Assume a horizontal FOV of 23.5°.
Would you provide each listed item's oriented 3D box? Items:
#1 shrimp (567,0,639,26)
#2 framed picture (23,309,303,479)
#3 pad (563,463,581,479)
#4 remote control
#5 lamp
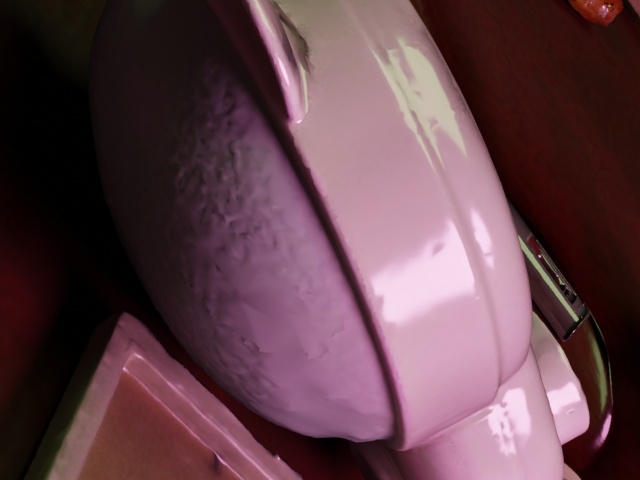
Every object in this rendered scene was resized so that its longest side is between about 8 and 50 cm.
[{"bbox_3d":[0.173,-0.214,1.034,0.253,0.058,0.173,49,38,-11],"label":"shrimp"},{"bbox_3d":[0.020,0.206,0.436,0.335,0.022,0.247,47,31,-21],"label":"framed picture"},{"bbox_3d":[0.093,0.192,0.534,0.176,0.002,0.266,57,29,-3],"label":"pad"},{"bbox_3d":[0.102,0.006,0.754,0.091,0.016,0.034,54,34,-8],"label":"remote control"},{"bbox_3d":[-0.002,0.002,0.494,0.246,0.108,0.179,62,-3,-29],"label":"lamp"}]
